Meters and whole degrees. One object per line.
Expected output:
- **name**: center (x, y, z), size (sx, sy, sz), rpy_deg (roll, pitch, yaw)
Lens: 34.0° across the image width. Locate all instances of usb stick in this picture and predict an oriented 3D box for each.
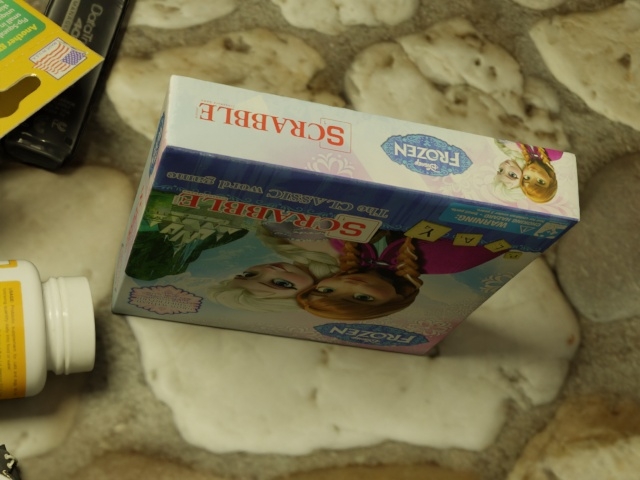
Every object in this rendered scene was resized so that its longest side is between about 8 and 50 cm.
- **usb stick**: center (-0.250, -0.198, 1.062), size (0.077, 0.045, 0.278), rpy_deg (20, 60, -16)

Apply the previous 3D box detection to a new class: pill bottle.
- **pill bottle**: center (-0.300, 0.077, 0.868), size (0.215, 0.117, 0.117), rpy_deg (-3, 66, -19)

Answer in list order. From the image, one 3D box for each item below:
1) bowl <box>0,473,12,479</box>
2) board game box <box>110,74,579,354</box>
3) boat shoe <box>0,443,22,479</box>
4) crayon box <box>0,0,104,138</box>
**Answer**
- **bowl**: center (-0.306, 0.317, 0.723), size (0.311, 0.163, 0.312), rpy_deg (8, 62, -15)
- **board game box**: center (0.000, 0.000, 0.890), size (0.318, 0.318, 0.066), rpy_deg (9, 63, -13)
- **boat shoe**: center (-0.275, 0.184, 0.868), size (0.125, 0.046, 0.038), rpy_deg (32, 64, 8)
- **crayon box**: center (-0.381, -0.169, 0.949), size (0.323, 0.083, 0.203), rpy_deg (36, 59, 15)
